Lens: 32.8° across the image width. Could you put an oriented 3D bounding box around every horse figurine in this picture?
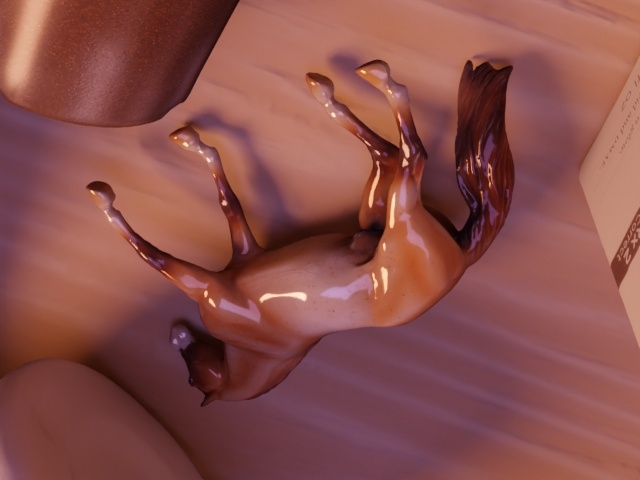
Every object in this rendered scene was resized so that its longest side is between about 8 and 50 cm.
[{"bbox_3d":[0.000,0.000,0.603,0.263,0.066,0.175,-22,113,18],"label":"horse figurine"}]

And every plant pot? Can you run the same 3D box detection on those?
[{"bbox_3d":[-0.089,-0.150,0.468,0.166,0.167,0.165,22,129,-11],"label":"plant pot"}]

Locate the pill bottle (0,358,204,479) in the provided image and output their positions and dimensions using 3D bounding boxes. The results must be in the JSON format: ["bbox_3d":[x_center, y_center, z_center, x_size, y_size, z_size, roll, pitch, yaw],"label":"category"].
[{"bbox_3d":[-0.256,0.263,0.649,0.392,0.224,0.224,-34,115,9],"label":"pill bottle"}]

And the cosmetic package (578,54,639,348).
[{"bbox_3d":[0.231,-0.029,0.503,0.151,0.184,0.151,15,121,-7],"label":"cosmetic package"}]
